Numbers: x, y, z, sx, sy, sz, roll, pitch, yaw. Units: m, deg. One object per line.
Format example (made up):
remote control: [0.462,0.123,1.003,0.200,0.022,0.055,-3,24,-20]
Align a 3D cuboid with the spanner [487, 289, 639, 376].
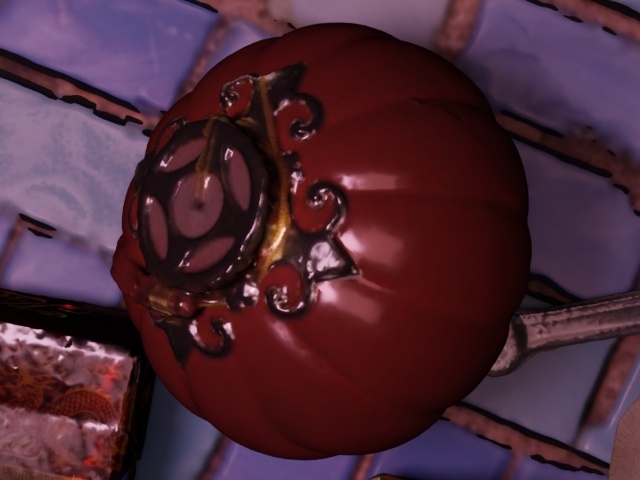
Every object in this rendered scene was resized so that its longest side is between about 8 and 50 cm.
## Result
spanner: [0.258,0.054,1.113,0.302,0.017,0.071,-12,96,4]

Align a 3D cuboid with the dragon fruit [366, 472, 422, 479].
dragon fruit: [0.117,0.276,1.084,0.269,0.198,0.200,20,136,-25]

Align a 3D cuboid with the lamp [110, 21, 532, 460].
lamp: [0.000,0.000,0.996,0.303,0.257,0.303,-9,75,37]

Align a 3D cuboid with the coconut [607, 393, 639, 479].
coconut: [0.320,0.171,0.994,0.266,0.237,0.237,10,100,-42]

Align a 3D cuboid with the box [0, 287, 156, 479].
box: [-0.288,0.239,1.116,0.264,0.116,0.415,11,97,3]
